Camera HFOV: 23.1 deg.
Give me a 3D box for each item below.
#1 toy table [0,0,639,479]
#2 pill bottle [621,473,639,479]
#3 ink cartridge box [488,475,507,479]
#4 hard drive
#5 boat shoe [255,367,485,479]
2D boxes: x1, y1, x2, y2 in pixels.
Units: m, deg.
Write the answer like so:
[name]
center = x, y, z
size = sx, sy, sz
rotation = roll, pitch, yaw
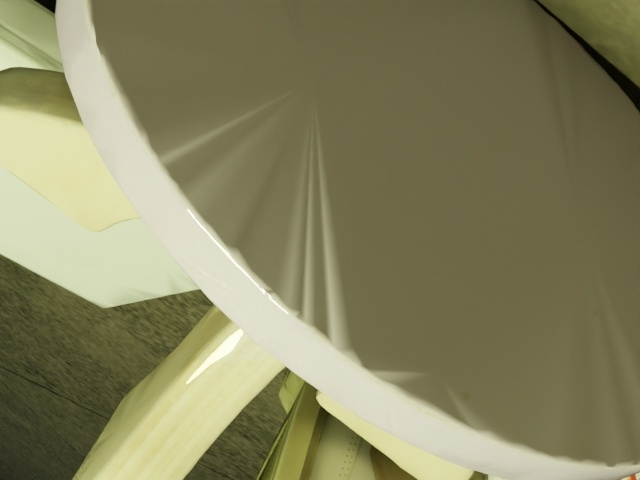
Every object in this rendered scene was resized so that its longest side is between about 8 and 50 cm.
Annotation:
[toy table]
center = 0.000, 0.000, 0.584
size = 0.274, 0.252, 0.161
rotation = 47, 143, -5
[pill bottle]
center = 0.157, 0.118, 0.657
size = 0.121, 0.121, 0.221
rotation = 36, 140, -6
[ink cartridge box]
center = 0.204, 0.113, 0.807
size = 0.224, 0.056, 0.181
rotation = 12, 157, 6
[hard drive]
center = -0.165, -0.056, 0.786
size = 0.203, 0.040, 0.307
rotation = -12, 145, 44
[boat shoe]
center = 0.025, 0.110, 0.720
size = 0.103, 0.302, 0.113
rotation = 23, 138, -3
